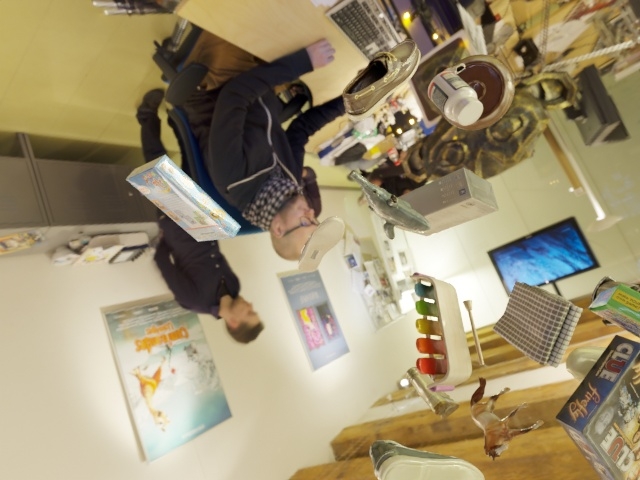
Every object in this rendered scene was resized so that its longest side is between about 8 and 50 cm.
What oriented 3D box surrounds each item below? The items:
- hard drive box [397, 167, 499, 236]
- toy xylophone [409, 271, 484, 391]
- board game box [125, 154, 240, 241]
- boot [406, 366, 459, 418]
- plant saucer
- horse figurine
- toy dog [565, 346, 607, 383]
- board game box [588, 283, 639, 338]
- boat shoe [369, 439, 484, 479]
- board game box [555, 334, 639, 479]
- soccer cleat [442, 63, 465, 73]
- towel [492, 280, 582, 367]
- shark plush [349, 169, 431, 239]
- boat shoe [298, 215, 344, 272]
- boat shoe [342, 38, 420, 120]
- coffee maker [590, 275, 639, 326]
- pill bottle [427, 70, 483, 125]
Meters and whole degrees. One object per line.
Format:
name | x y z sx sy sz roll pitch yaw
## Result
hard drive box | 0.345 -0.097 1.154 0.232 0.089 0.181 -24 156 38
toy xylophone | 0.341 0.245 1.115 0.236 0.323 0.081 26 145 -37
board game box | -0.292 -0.080 0.876 0.160 0.211 0.039 -3 -131 46
boot | 0.376 0.510 1.389 0.077 0.165 0.213 -44 140 3
plant saucer | 0.655 -0.631 1.748 0.310 0.311 0.050 -27 178 26
horse figurine | 0.504 0.505 1.184 0.174 0.066 0.263 -37 -167 1
toy dog | 0.907 0.458 1.025 0.394 0.285 0.408 -3 -177 -5
board game box | 0.644 0.187 0.698 0.046 0.317 0.213 -57 153 4
boat shoe | 0.254 0.539 0.975 0.319 0.116 0.099 22 -176 -23
board game box | 0.477 0.288 0.641 0.165 0.243 0.042 -46 -157 -11
soccer cleat | 0.437 -0.559 1.358 0.083 0.029 0.036 -19 -154 19
towel | 0.768 0.290 1.486 0.121 0.235 0.284 13 -172 -11
shark plush | 0.119 -0.071 0.702 0.073 0.161 0.067 -44 -165 -13
boat shoe | 0.000 0.000 0.954 0.066 0.063 0.184 13 135 -14
boat shoe | 0.189 -0.513 1.264 0.324 0.116 0.097 -46 146 -8
coffee maker | 0.761 0.150 0.942 0.171 0.120 0.178 7 177 -4
pill bottle | 0.424 -0.442 1.288 0.107 0.180 0.108 -12 139 -11
